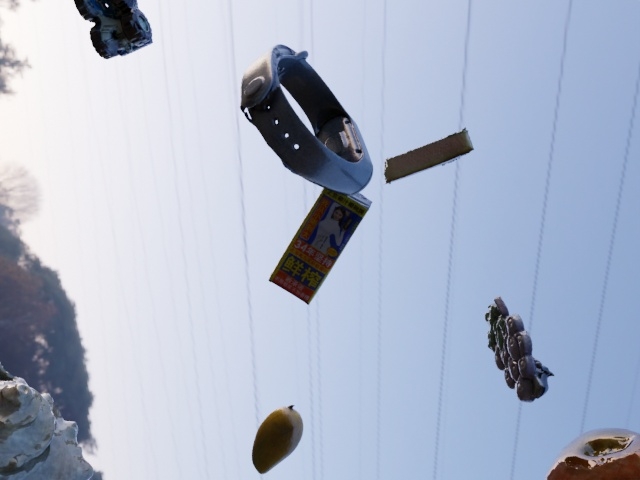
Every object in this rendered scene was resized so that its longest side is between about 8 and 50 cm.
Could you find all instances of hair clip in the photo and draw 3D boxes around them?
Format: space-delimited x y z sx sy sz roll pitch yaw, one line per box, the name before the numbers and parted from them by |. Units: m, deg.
hair clip | 0.322 0.174 1.133 0.195 0.052 0.124 -114 -154 -52

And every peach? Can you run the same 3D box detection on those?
peach | 0.461 0.376 1.024 0.235 0.214 0.214 -40 -117 32

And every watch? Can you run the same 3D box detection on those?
watch | -0.019 -0.153 0.839 0.068 0.193 0.206 -34 -141 21

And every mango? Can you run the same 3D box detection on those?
mango | -0.104 0.468 1.622 0.188 0.101 0.066 -57 -174 5

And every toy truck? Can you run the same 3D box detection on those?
toy truck | -0.418 -0.485 1.396 0.113 0.126 0.208 -16 -76 18

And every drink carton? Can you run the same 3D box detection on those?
drink carton | 0.000 0.000 0.954 0.166 0.071 0.056 -58 -177 19

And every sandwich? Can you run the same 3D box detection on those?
sandwich | 0.200 -0.163 1.408 0.058 0.162 0.193 69 -16 -2

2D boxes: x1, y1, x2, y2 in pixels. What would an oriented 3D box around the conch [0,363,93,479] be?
conch | -0.251 0.157 0.415 0.245 0.162 0.178 -51 -141 18
